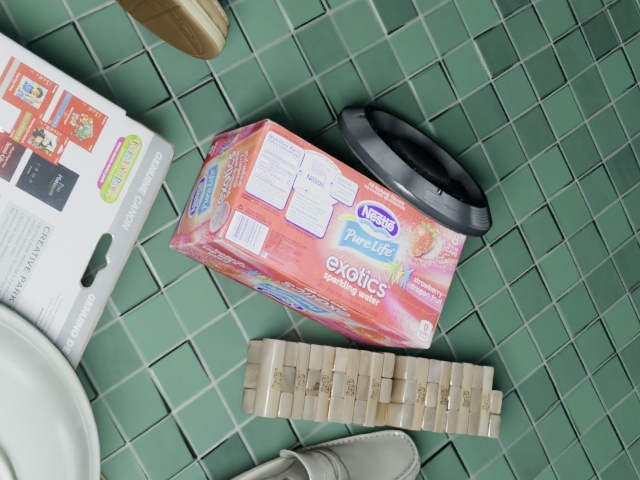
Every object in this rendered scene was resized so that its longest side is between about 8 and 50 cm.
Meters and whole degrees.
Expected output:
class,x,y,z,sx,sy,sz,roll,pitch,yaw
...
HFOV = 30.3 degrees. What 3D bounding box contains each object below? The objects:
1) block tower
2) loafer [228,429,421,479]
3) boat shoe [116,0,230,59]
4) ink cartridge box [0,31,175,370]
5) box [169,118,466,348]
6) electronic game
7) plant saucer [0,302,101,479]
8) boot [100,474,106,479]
class,x,y,z,sx,sy,sz,roll,pitch,yaw
block tower,0.062,0.180,1.430,0.335,0.097,0.091,11,81,-32
loafer,-0.013,0.289,1.353,0.319,0.112,0.111,-21,140,-31
boat shoe,-0.204,-0.350,1.287,0.341,0.121,0.110,50,66,-17
ink cartridge box,-0.335,-0.025,1.183,0.272,0.130,0.309,32,72,-27
box,0.000,0.000,1.374,0.300,0.142,0.154,28,74,-27
electronic game,0.115,-0.085,1.423,0.229,0.229,0.048,28,111,-26
plant saucer,-0.385,0.237,1.053,0.400,0.100,0.401,-6,104,-23
boot,-0.233,0.309,1.233,0.305,0.115,0.112,45,68,-19
